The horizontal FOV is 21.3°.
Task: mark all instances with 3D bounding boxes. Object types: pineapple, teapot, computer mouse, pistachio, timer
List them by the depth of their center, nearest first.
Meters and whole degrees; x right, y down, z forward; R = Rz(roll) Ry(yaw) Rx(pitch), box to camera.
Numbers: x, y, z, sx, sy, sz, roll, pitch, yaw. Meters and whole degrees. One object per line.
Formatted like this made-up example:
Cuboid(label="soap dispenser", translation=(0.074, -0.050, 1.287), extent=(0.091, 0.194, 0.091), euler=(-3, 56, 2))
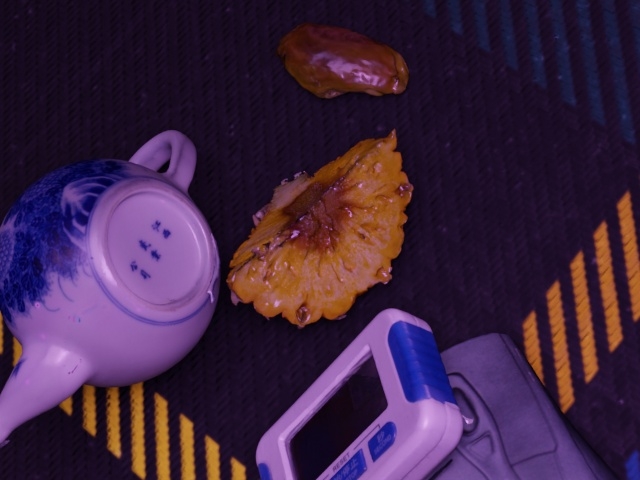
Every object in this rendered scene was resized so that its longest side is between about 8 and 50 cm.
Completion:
Cuboid(label="computer mouse", translation=(0.192, 0.245, 1.726), extent=(0.188, 0.122, 0.371), euler=(-35, 60, 2))
Cuboid(label="timer", translation=(0.041, 0.208, 1.746), extent=(0.253, 0.078, 0.178), euler=(-48, 36, 28))
Cuboid(label="teapot", translation=(-0.252, 0.041, 1.895), extent=(0.280, 0.252, 0.424), euler=(-23, 35, 49))
Cuboid(label="pineapple", translation=(-0.004, 0.004, 1.902), extent=(0.250, 0.140, 0.164), euler=(-46, 21, -19))
Cuboid(label="pistachio", translation=(0.019, -0.209, 1.991), extent=(0.173, 0.049, 0.089), euler=(19, 77, 24))
